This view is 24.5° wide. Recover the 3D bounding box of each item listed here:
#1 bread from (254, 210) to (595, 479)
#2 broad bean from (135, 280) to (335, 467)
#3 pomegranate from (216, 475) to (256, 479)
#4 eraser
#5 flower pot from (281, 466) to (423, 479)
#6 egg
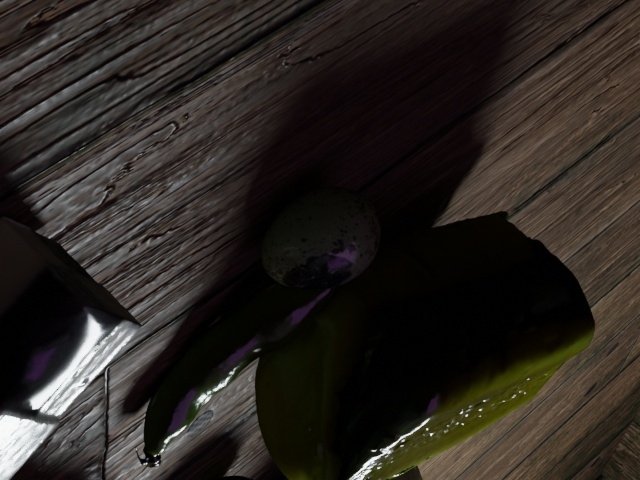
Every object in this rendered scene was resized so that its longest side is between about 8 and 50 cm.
[{"bbox_3d":[0.097,0.106,1.459,0.376,0.208,0.251,-23,155,-48],"label":"bread"},{"bbox_3d":[-0.082,0.102,1.309,0.254,0.065,0.046,-44,-158,7],"label":"broad bean"},{"bbox_3d":[-0.090,0.329,1.609,0.138,0.126,0.163,-57,162,-14],"label":"pomegranate"},{"bbox_3d":[-0.294,0.168,0.954,0.404,0.098,0.096,-47,161,1],"label":"eraser"},{"bbox_3d":[0.048,0.416,1.873,0.307,0.244,0.307,-41,157,-21],"label":"flower pot"},{"bbox_3d":[0.000,0.000,1.253,0.110,0.085,0.085,-28,152,-29],"label":"egg"}]
